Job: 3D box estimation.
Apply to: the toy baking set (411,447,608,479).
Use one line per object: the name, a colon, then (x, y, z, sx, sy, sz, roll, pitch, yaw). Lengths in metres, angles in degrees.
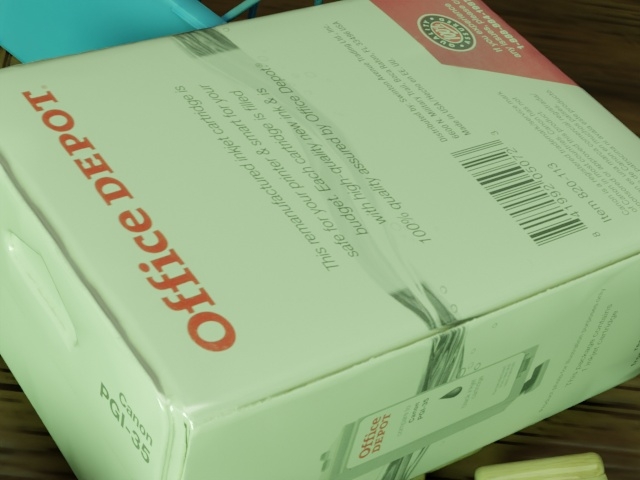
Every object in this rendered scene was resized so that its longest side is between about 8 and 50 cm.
toy baking set: (0.032, 0.138, 0.550, 0.256, 0.030, 0.197, -15, 21, -24)

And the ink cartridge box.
ink cartridge box: (0.000, 0.000, 0.616, 0.283, 0.117, 0.207, -18, 51, -31)

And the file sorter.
file sorter: (-0.095, -0.138, 0.737, 0.170, 0.118, 0.104, 37, 53, 16)
